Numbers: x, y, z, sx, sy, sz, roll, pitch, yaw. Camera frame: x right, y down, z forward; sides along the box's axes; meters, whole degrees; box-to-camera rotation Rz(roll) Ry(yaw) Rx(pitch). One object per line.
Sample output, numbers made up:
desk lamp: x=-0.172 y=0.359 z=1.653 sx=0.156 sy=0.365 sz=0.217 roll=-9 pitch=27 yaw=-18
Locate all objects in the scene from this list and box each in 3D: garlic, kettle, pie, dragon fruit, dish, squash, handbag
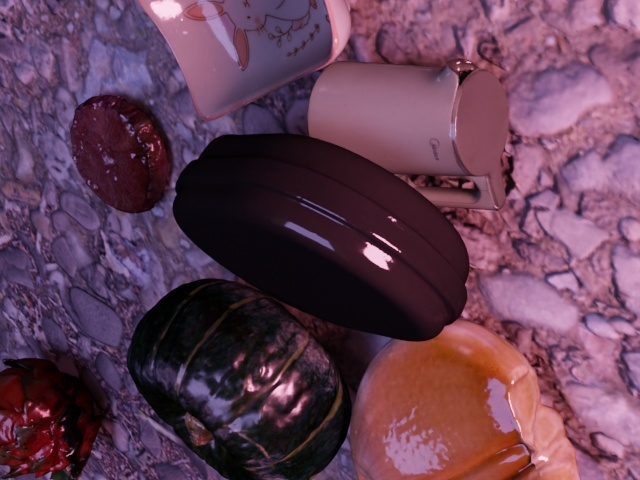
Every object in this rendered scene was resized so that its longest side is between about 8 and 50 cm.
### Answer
garlic: x=0.132 y=0.182 z=1.015 sx=0.228 sy=0.110 sz=0.217 roll=-23 pitch=87 yaw=37
kettle: x=0.075 y=-0.089 z=0.892 sx=0.148 sy=0.098 sz=0.126 roll=8 pitch=99 yaw=37
pie: x=-0.233 y=-0.099 z=1.224 sx=0.154 sy=0.036 sz=0.154 roll=23 pitch=129 yaw=31
dragon fruit: x=-0.415 y=0.261 z=1.531 sx=0.189 sy=0.182 sz=0.182 roll=18 pitch=141 yaw=-18
dish: x=-0.059 y=-0.212 z=0.958 sx=0.212 sy=0.077 sz=0.151 roll=-18 pitch=104 yaw=47
squash: x=-0.082 y=0.152 z=1.114 sx=0.252 sy=0.165 sz=0.252 roll=40 pitch=164 yaw=14
handbag: x=0.001 y=-0.001 z=0.950 sx=0.254 sy=0.093 sz=0.308 roll=37 pitch=164 yaw=-30
